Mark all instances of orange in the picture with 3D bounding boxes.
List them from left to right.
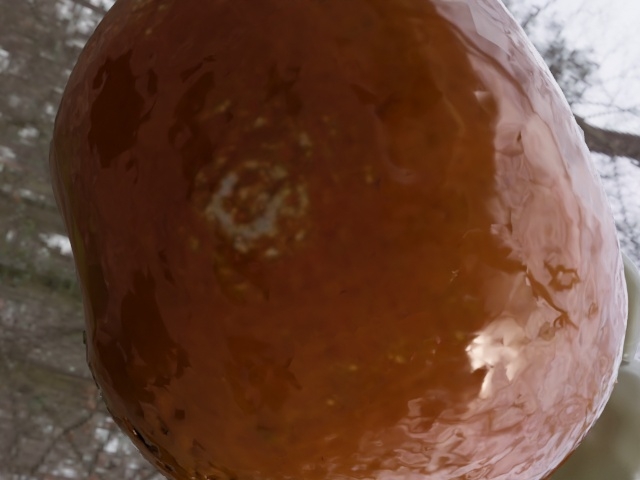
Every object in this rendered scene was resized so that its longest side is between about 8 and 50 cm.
[{"bbox_3d":[0.000,0.000,0.748,0.326,0.424,0.424,-27,-134,-2],"label":"orange"}]

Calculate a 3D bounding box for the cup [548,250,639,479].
[{"bbox_3d":[0.169,0.126,0.966,0.173,0.202,0.255,-76,179,-57],"label":"cup"}]
